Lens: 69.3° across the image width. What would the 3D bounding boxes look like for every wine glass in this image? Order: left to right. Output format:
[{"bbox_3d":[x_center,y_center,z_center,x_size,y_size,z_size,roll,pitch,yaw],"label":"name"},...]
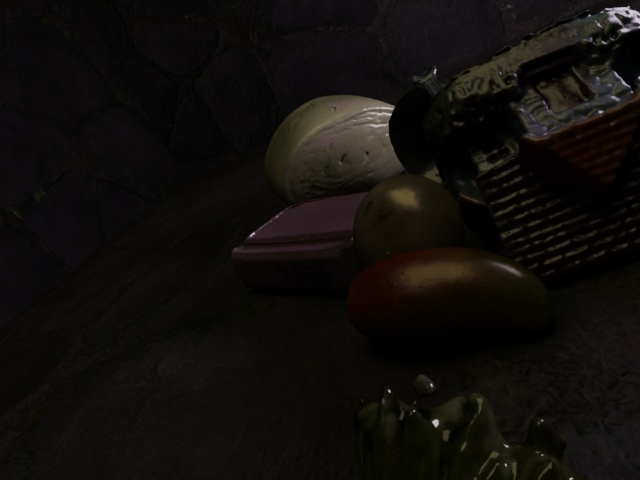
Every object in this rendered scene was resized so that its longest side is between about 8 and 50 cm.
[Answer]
[{"bbox_3d":[0.407,-0.335,1.216,0.406,0.267,0.267,-34,22,-33],"label":"wine glass"}]

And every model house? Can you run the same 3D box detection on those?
[{"bbox_3d":[0.381,-0.096,0.708,0.360,0.297,0.339,-21,53,12],"label":"model house"}]

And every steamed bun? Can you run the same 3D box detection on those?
[{"bbox_3d":[0.041,-0.292,1.444,0.456,0.290,0.371,-29,23,-7],"label":"steamed bun"}]

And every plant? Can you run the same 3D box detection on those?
[{"bbox_3d":[0.100,0.291,0.375,0.251,0.180,0.333,7,72,44],"label":"plant"}]

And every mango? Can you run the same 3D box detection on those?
[{"bbox_3d":[0.170,0.080,0.670,0.289,0.129,0.146,-14,51,21],"label":"mango"}]

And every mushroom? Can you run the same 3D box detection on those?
[{"bbox_3d":[0.174,-0.013,0.833,0.215,0.207,0.207,-1,-1,-45],"label":"mushroom"}]

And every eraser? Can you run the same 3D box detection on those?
[{"bbox_3d":[0.000,0.000,1.060,0.359,0.122,0.272,-2,32,45],"label":"eraser"}]

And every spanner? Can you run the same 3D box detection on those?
[{"bbox_3d":[0.259,-0.287,0.966,0.071,0.017,0.302,-33,42,15],"label":"spanner"}]
